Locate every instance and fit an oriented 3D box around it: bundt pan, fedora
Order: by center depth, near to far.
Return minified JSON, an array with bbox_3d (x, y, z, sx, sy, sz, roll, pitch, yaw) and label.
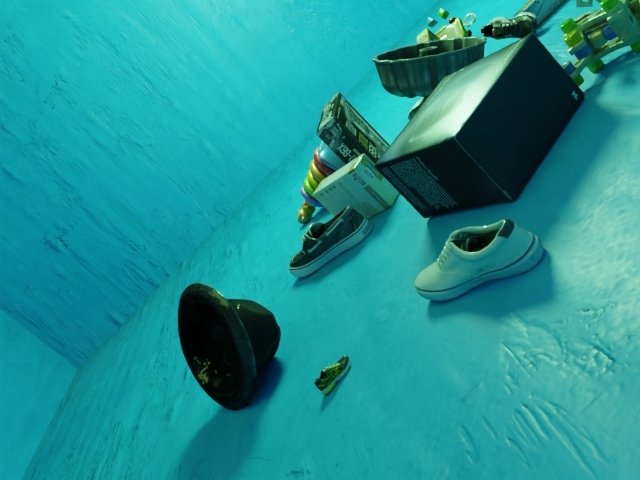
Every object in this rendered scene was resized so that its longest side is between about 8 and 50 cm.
[{"bbox_3d":[-0.196,0.224,1.578,0.153,0.334,0.334,-19,-3,-35],"label":"fedora"},{"bbox_3d":[0.322,-0.498,1.995,0.331,0.124,0.331,-9,21,4],"label":"bundt pan"}]

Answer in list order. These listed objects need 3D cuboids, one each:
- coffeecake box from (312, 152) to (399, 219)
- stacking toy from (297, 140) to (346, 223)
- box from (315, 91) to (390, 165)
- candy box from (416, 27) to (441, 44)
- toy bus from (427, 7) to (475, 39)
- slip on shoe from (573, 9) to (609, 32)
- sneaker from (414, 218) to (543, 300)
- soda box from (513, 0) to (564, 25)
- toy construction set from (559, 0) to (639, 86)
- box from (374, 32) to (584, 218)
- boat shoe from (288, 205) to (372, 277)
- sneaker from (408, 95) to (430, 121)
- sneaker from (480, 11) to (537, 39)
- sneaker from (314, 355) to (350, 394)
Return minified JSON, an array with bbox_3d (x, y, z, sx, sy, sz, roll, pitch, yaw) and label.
[{"bbox_3d":[0.093,-0.126,1.812,0.185,0.142,0.068,-28,24,48],"label":"coffeecake box"},{"bbox_3d":[0.001,-0.171,2.237,0.302,0.166,0.175,-55,13,31],"label":"stacking toy"},{"bbox_3d":[0.104,-0.299,2.045,0.076,0.242,0.307,-41,15,20],"label":"box"},{"bbox_3d":[0.370,-0.592,2.232,0.053,0.109,0.186,-35,39,38],"label":"candy box"},{"bbox_3d":[0.454,-0.681,2.355,0.202,0.104,0.191,30,107,44],"label":"toy bus"},{"bbox_3d":[0.614,-0.494,1.544,0.041,0.051,0.135,-35,8,-4],"label":"slip on shoe"},{"bbox_3d":[0.238,0.024,1.123,0.258,0.091,0.094,-29,23,48],"label":"sneaker"},{"bbox_3d":[0.633,-0.672,1.915,0.183,0.063,0.058,-44,15,10],"label":"soda box"},{"bbox_3d":[0.581,-0.463,1.386,0.215,0.151,0.327,-33,31,43],"label":"toy construction set"},{"bbox_3d":[0.314,-0.222,1.391,0.296,0.183,0.294,-52,17,-20],"label":"box"},{"bbox_3d":[0.000,0.000,1.817,0.301,0.102,0.108,-32,21,43],"label":"boat shoe"},{"bbox_3d":[0.331,-0.435,2.147,0.152,0.054,0.061,-41,13,20],"label":"sneaker"},{"bbox_3d":[0.519,-0.583,1.903,0.077,0.072,0.178,-28,21,-24],"label":"sneaker"},{"bbox_3d":[0.022,0.241,1.257,0.083,0.035,0.031,-51,16,-18],"label":"sneaker"}]
